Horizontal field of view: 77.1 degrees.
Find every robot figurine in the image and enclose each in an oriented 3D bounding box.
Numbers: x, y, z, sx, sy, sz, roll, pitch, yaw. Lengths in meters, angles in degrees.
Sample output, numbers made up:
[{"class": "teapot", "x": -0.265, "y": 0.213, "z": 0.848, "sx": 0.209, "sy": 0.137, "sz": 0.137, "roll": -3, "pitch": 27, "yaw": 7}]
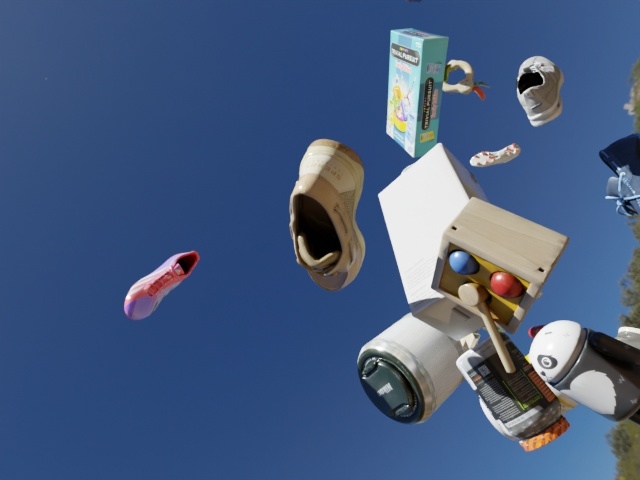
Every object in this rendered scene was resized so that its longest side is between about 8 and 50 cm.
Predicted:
[{"class": "robot figurine", "x": 0.649, "y": 0.312, "z": 0.954, "sx": 0.173, "sy": 0.278, "sz": 0.209, "roll": -5, "pitch": -58, "yaw": -65}]

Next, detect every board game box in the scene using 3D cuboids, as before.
[{"class": "board game box", "x": 0.291, "y": -0.468, "z": 1.269, "sx": 0.079, "sy": 0.253, "sz": 0.336, "roll": -9, "pitch": -57, "yaw": -8}]

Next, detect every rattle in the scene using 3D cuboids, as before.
[{"class": "rattle", "x": 0.512, "y": -0.600, "z": 1.450, "sx": 0.130, "sy": 0.199, "sz": 0.142, "roll": -36, "pitch": -30, "yaw": -2}]

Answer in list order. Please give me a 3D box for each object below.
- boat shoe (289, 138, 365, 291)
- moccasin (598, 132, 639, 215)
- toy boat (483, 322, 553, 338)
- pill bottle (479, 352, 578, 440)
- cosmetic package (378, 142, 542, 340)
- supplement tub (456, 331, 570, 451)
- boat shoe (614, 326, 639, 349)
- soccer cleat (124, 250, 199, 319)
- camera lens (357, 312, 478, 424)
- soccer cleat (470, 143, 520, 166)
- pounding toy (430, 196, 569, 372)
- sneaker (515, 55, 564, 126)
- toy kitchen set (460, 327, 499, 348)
[{"class": "boat shoe", "x": 0.000, "y": 0.000, "z": 0.650, "sx": 0.341, "sy": 0.122, "sz": 0.110, "roll": 82, "pitch": -151, "yaw": -53}, {"class": "moccasin", "x": 0.804, "y": -0.132, "z": 1.032, "sx": 0.137, "sy": 0.117, "sz": 0.342, "roll": 47, "pitch": -137, "yaw": -26}, {"class": "toy boat", "x": 0.719, "y": 0.251, "z": 1.460, "sx": 0.318, "sy": 0.148, "sz": 0.267, "roll": 39, "pitch": -103, "yaw": 5}, {"class": "pill bottle", "x": 0.690, "y": 0.469, "z": 1.275, "sx": 0.188, "sy": 0.188, "sz": 0.334, "roll": 13, "pitch": -54, "yaw": -37}, {"class": "cosmetic package", "x": 0.267, "y": -0.010, "z": 0.846, "sx": 0.155, "sy": 0.365, "sz": 0.197, "roll": 31, "pitch": -54, "yaw": -29}, {"class": "supplement tub", "x": 0.359, "y": 0.281, "z": 0.758, "sx": 0.117, "sy": 0.190, "sz": 0.117, "roll": -24, "pitch": -28, "yaw": -14}, {"class": "boat shoe", "x": 0.920, "y": 0.309, "z": 0.984, "sx": 0.112, "sy": 0.335, "sz": 0.095, "roll": 43, "pitch": -112, "yaw": -44}, {"class": "soccer cleat", "x": -0.409, "y": 0.107, "z": 1.049, "sx": 0.083, "sy": 0.095, "sz": 0.248, "roll": 52, "pitch": -149, "yaw": -13}, {"class": "camera lens", "x": 0.249, "y": 0.312, "z": 1.034, "sx": 0.274, "sy": 0.219, "sz": 0.219, "roll": -23, "pitch": -59, "yaw": -38}, {"class": "soccer cleat", "x": 0.728, "y": -0.341, "z": 1.671, "sx": 0.076, "sy": 0.196, "sz": 0.068, "roll": 40, "pitch": -141, "yaw": -60}, {"class": "pounding toy", "x": 0.200, "y": 0.053, "z": 0.468, "sx": 0.100, "sy": 0.130, "sz": 0.141, "roll": -43, "pitch": -32, "yaw": -28}, {"class": "sneaker", "x": 0.568, "y": -0.423, "z": 1.052, "sx": 0.115, "sy": 0.105, "sz": 0.281, "roll": 42, "pitch": -138, "yaw": -25}, {"class": "toy kitchen set", "x": 0.356, "y": 0.205, "z": 0.871, "sx": 0.075, "sy": 0.068, "sz": 0.083, "roll": 12, "pitch": -66, "yaw": 0}]
